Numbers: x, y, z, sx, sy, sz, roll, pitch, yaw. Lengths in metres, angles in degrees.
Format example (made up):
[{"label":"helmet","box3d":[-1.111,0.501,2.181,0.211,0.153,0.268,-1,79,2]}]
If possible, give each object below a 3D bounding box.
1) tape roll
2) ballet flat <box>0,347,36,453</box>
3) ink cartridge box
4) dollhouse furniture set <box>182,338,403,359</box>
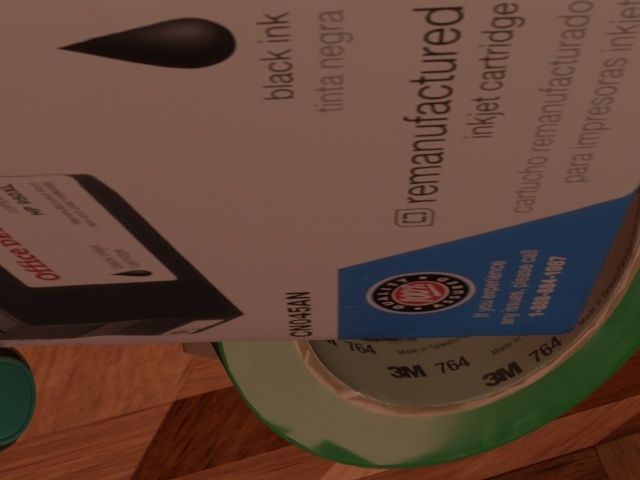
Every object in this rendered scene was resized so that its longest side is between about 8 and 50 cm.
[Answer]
[{"label":"tape roll","box3d":[0.078,-0.012,0.925,0.321,0.077,0.321,-12,125,-17]},{"label":"ballet flat","box3d":[-0.349,0.103,1.014,0.123,0.123,0.348,-34,155,34]},{"label":"ink cartridge box","box3d":[-0.102,-0.080,0.492,0.395,0.166,0.285,-1,159,1]},{"label":"dollhouse furniture set","box3d":[0.000,0.000,1.100,0.161,0.182,0.101,9,128,21]}]
